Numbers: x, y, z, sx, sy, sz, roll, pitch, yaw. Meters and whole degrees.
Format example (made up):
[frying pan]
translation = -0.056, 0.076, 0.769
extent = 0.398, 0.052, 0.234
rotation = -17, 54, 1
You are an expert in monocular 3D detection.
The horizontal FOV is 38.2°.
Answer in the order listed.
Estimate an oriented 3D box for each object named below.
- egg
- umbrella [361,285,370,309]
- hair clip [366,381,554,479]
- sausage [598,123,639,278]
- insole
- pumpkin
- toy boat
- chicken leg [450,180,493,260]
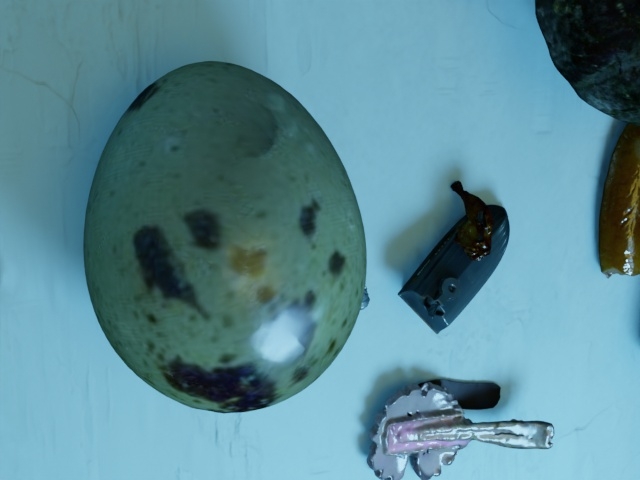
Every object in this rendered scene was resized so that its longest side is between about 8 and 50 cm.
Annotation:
[egg]
translation = -0.119, -0.003, 1.138
extent = 0.345, 0.345, 0.428
rotation = -14, 92, -19
[umbrella]
translation = 0.000, 0.001, 1.342
extent = 0.052, 0.053, 0.250
rotation = -33, 111, -12
[hair clip]
translation = 0.219, 0.307, 1.475
extent = 0.300, 0.069, 0.173
rotation = 1, 103, -10
[sausage]
translation = 0.514, -0.078, 1.525
extent = 0.102, 0.076, 0.302
rotation = 4, 100, -30
[insole]
translation = 0.213, 0.255, 1.503
extent = 0.188, 0.004, 0.064
rotation = 2, 102, -23
[pumpkin]
translation = 0.513, -0.377, 1.321
extent = 0.454, 0.344, 0.455
rotation = -1, 92, -22
[toy boat]
translation = 0.217, 0.033, 1.425
extent = 0.093, 0.103, 0.246
rotation = 45, 68, -8
[chicken leg]
translation = 0.229, -0.031, 1.394
extent = 0.062, 0.145, 0.037
rotation = -5, 146, 12
